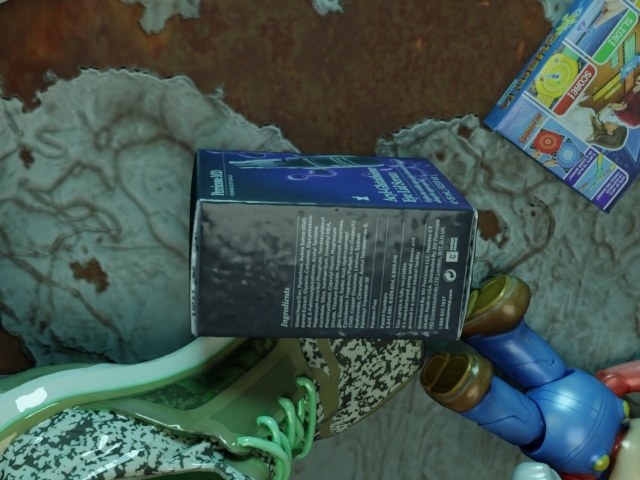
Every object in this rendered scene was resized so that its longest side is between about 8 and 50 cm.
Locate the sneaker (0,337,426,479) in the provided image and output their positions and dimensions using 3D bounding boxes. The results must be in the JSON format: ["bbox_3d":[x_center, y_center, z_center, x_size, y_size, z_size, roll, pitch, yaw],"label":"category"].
[{"bbox_3d":[-0.069,0.165,0.746,0.410,0.182,0.158,-17,121,-26],"label":"sneaker"}]

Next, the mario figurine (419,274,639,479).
[{"bbox_3d":[0.257,0.164,0.838,0.320,0.170,0.198,37,99,-17],"label":"mario figurine"}]

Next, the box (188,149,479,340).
[{"bbox_3d":[0.000,0.000,0.748,0.207,0.153,0.108,2,109,-9],"label":"box"}]

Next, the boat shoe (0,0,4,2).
[{"bbox_3d":[-0.267,-0.196,0.652,0.219,0.070,0.078,-35,71,-14],"label":"boat shoe"}]

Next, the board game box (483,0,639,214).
[{"bbox_3d":[0.252,-0.140,0.797,0.136,0.035,0.201,33,102,-17],"label":"board game box"}]
